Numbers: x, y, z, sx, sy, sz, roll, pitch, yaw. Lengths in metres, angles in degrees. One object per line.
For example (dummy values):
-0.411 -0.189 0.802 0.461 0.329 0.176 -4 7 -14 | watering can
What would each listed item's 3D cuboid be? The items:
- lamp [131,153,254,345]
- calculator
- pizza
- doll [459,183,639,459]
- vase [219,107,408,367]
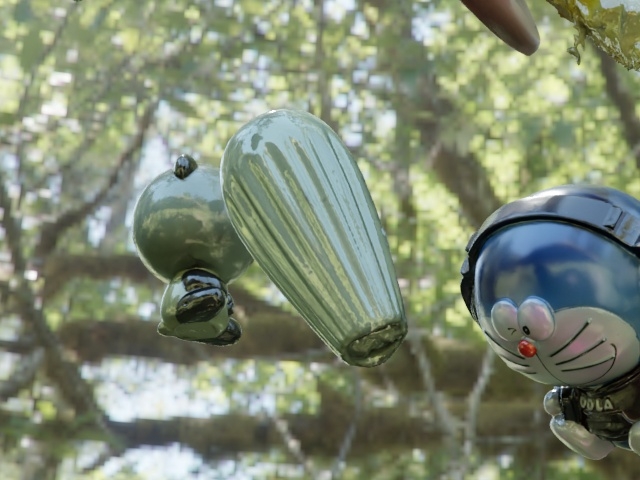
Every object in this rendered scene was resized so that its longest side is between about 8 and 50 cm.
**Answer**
-0.167 0.013 2.145 0.197 0.244 0.198 -6 -25 -3 | lamp
0.177 -0.332 1.807 0.048 0.220 0.329 -28 -23 18 | calculator
0.350 -0.296 1.737 0.280 0.288 0.075 -17 -44 10 | pizza
0.299 0.080 1.721 0.310 0.240 0.284 48 -38 -20 | doll
0.000 0.000 1.398 0.128 0.248 0.128 -20 -33 -13 | vase
